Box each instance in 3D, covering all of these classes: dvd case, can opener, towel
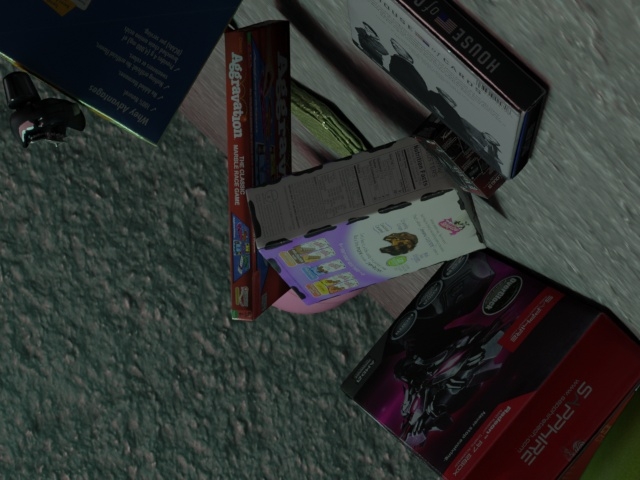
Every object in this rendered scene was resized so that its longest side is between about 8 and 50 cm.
[{"bbox_3d":[0.090,-0.134,1.288,0.179,0.029,0.239,43,175,9],"label":"dvd case"},{"bbox_3d":[-0.249,-0.117,1.600,0.186,0.059,0.073,21,-120,-84],"label":"can opener"},{"bbox_3d":[0.007,-0.138,2.034,0.110,0.027,0.148,45,174,-34],"label":"towel"}]

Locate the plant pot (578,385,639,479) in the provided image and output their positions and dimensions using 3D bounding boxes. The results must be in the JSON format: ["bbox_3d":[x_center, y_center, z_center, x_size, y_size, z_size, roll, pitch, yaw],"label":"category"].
[{"bbox_3d":[0.338,0.331,1.724,0.275,0.293,0.275,44,176,4],"label":"plant pot"}]

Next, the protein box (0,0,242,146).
[{"bbox_3d":[-0.196,-0.227,1.618,0.200,0.201,0.136,31,179,-14],"label":"protein box"}]

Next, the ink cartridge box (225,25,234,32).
[{"bbox_3d":[-0.179,-0.321,1.984,0.189,0.066,0.232,43,-163,11],"label":"ink cartridge box"}]

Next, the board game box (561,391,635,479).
[{"bbox_3d":[0.265,0.303,1.989,0.064,0.316,0.242,45,175,-8],"label":"board game box"}]

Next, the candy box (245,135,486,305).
[{"bbox_3d":[0.048,-0.020,1.654,0.165,0.196,0.070,54,-160,-64],"label":"candy box"}]

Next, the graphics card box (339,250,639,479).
[{"bbox_3d":[0.178,0.146,1.834,0.094,0.233,0.371,41,178,-20],"label":"graphics card box"}]

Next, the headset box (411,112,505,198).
[{"bbox_3d":[0.127,-0.073,1.513,0.083,0.032,0.062,47,175,-18],"label":"headset box"}]

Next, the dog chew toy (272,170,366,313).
[{"bbox_3d":[0.000,0.000,2.375,0.206,0.206,0.332,44,168,-10],"label":"dog chew toy"}]

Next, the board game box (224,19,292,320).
[{"bbox_3d":[-0.059,-0.074,1.701,0.027,0.281,0.145,2,-168,14],"label":"board game box"}]
